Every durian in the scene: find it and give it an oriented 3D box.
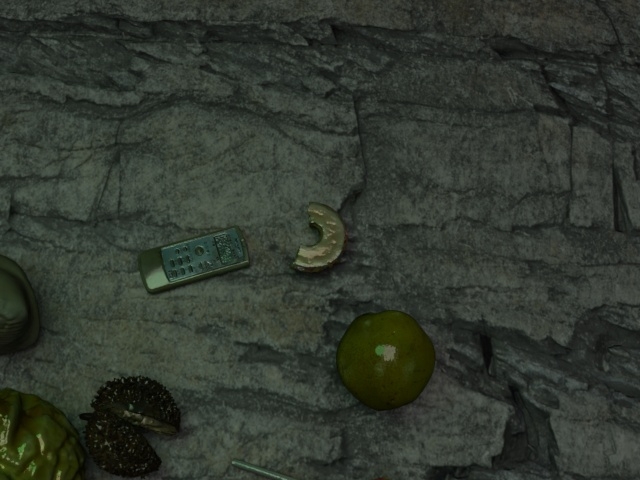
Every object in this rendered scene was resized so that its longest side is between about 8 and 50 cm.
[{"bbox_3d":[-0.368,0.352,1.280,0.196,0.166,0.196,2,44,-2],"label":"durian"}]

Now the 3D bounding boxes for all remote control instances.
[{"bbox_3d":[-0.272,0.041,1.453,0.234,0.038,0.098,-16,73,-11],"label":"remote control"}]

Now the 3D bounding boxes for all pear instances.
[{"bbox_3d":[0.129,0.235,1.342,0.198,0.198,0.198,1,70,-4],"label":"pear"}]

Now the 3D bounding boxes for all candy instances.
[{"bbox_3d":[0.000,0.482,1.295,0.366,0.124,0.124,14,70,10],"label":"candy"}]

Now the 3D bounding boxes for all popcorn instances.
[{"bbox_3d":[-0.557,0.403,1.186,0.247,0.282,0.281,32,67,-30],"label":"popcorn"}]

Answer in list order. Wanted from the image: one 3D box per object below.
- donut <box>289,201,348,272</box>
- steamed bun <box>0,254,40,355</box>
[{"bbox_3d":[0.003,0.004,1.473,0.108,0.065,0.165,17,69,1],"label":"donut"},{"bbox_3d":[-0.699,0.101,1.251,0.310,0.324,0.219,-6,67,-16],"label":"steamed bun"}]
